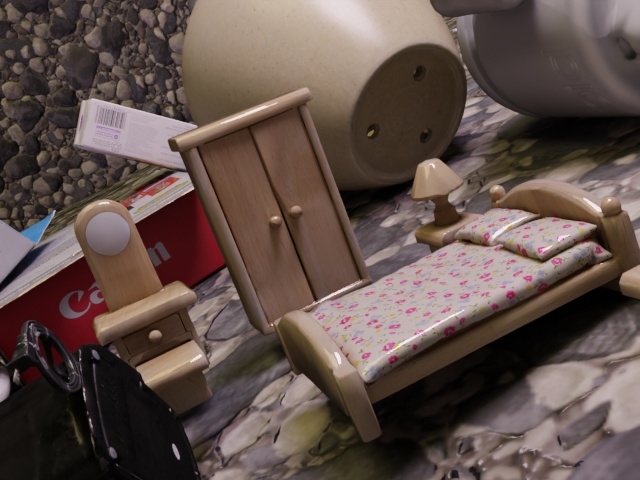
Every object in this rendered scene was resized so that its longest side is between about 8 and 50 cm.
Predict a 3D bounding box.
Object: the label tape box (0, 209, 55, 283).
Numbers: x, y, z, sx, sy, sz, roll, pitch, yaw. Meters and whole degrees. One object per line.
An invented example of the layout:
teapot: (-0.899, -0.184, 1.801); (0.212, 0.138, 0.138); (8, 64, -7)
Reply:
label tape box: (-0.488, 0.064, 0.877); (0.249, 0.115, 0.348); (-23, 25, 23)

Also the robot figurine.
robot figurine: (0.258, -0.217, 0.734); (0.299, 0.200, 0.353); (8, 6, -17)

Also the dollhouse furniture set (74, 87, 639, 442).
dollhouse furniture set: (0.000, 0.000, 0.486); (0.303, 0.174, 0.355); (-25, 14, -15)

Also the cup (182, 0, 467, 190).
cup: (0.036, -0.191, 0.929); (0.331, 0.331, 0.237); (-34, 43, -17)

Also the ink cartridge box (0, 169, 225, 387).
ink cartridge box: (-0.273, 0.043, 0.988); (0.309, 0.130, 0.272); (-35, 18, -17)

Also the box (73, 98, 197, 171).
box: (-0.167, -0.121, 1.059); (0.323, 0.067, 0.063); (10, 1, -29)

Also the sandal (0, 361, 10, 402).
sandal: (-0.486, 0.202, 0.932); (0.169, 0.102, 0.416); (-22, 15, -41)

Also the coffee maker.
coffee maker: (-0.182, 0.141, 0.441); (0.178, 0.171, 0.120); (-30, 24, 2)
